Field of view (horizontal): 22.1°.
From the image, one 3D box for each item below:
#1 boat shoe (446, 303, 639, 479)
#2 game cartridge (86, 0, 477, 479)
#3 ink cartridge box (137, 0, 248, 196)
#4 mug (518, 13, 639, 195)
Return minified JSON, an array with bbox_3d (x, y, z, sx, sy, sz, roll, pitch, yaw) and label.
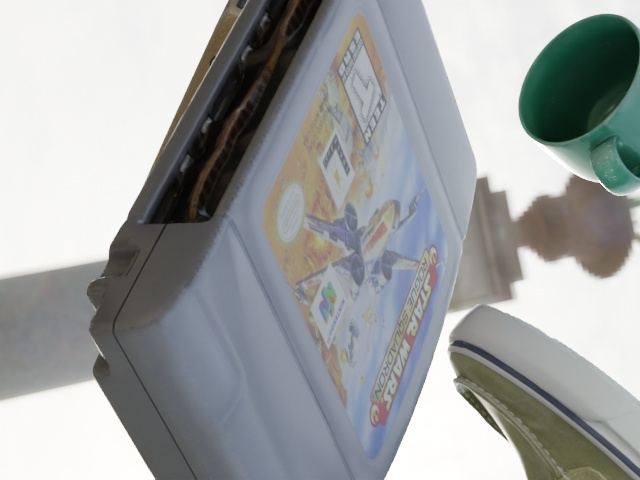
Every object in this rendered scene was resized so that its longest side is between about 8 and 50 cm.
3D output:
[{"bbox_3d":[0.179,0.162,0.953,0.302,0.094,0.109,42,-10,13],"label":"boat shoe"},{"bbox_3d":[0.000,0.000,0.746,0.062,0.297,0.198,-4,-48,29],"label":"game cartridge"},{"bbox_3d":[-0.076,-0.117,1.423,0.193,0.088,0.235,-75,-169,-62],"label":"ink cartridge box"},{"bbox_3d":[0.245,-0.103,1.404,0.129,0.097,0.158,1,-116,49],"label":"mug"}]
